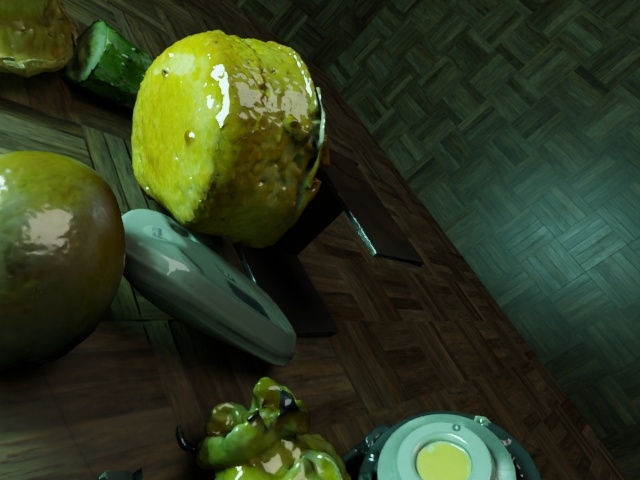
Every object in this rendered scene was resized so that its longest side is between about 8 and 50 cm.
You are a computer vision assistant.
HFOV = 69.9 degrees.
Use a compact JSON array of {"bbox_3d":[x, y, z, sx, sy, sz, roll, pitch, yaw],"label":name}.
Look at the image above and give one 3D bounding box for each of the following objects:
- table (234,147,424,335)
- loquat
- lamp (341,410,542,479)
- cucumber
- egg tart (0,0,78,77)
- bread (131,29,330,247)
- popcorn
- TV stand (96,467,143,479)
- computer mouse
[{"bbox_3d":[0.000,0.000,0.881,0.196,0.250,0.282,15,38,-53],"label":"table"},{"bbox_3d":[-0.286,0.015,0.448,0.179,0.179,0.227,31,35,-35],"label":"loquat"},{"bbox_3d":[0.166,0.352,0.541,0.374,0.205,0.272,43,-29,37],"label":"lamp"},{"bbox_3d":[-0.364,-0.314,0.915,0.244,0.134,0.134,22,33,-52],"label":"cucumber"},{"bbox_3d":[-0.566,-0.440,0.677,0.443,0.178,0.443,40,25,-23],"label":"egg tart"},{"bbox_3d":[-0.161,-0.159,0.746,0.204,0.336,0.358,-7,27,-45],"label":"bread"},{"bbox_3d":[-0.057,0.268,0.494,0.195,0.174,0.168,54,43,-9],"label":"popcorn"},{"bbox_3d":[-0.260,0.209,0.344,0.257,0.040,0.049,24,32,-44],"label":"TV stand"},{"bbox_3d":[-0.162,0.079,0.660,0.331,0.095,0.197,45,4,-36],"label":"computer mouse"}]
